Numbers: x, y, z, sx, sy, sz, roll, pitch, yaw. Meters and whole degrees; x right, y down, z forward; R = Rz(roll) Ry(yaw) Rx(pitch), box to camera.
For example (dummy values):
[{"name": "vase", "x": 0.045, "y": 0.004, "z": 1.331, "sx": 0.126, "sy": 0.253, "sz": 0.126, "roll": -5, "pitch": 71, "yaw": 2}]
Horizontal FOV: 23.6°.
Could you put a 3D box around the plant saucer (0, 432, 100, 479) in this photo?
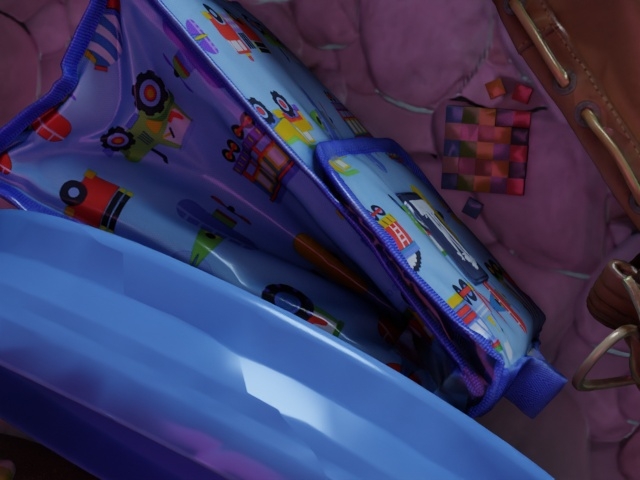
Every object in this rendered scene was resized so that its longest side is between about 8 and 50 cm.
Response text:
[{"name": "plant saucer", "x": -0.226, "y": 0.272, "z": 0.927, "sx": 0.311, "sy": 0.050, "sz": 0.310, "roll": -1, "pitch": 93, "yaw": -14}]

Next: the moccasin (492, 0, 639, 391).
[{"name": "moccasin", "x": 0.195, "y": 0.015, "z": 0.805, "sx": 0.147, "sy": 0.139, "sz": 0.380, "roll": -24, "pitch": 90, "yaw": 17}]

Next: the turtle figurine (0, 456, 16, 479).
[{"name": "turtle figurine", "x": -0.245, "y": 0.168, "z": 0.836, "sx": 0.269, "sy": 0.087, "sz": 0.217, "roll": -17, "pitch": 110, "yaw": 22}]

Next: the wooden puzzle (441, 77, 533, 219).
[{"name": "wooden puzzle", "x": 0.096, "y": -0.053, "z": 0.891, "sx": 0.049, "sy": 0.006, "sz": 0.083, "roll": 5, "pitch": 99, "yaw": 14}]

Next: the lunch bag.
[{"name": "lunch bag", "x": 0.000, "y": 0.000, "z": 0.807, "sx": 0.293, "sy": 0.221, "sz": 0.138, "roll": 38, "pitch": 99, "yaw": 7}]

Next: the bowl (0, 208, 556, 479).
[{"name": "bowl", "x": -0.029, "y": 0.110, "z": 0.766, "sx": 0.391, "sy": 0.391, "sz": 0.077, "roll": 26, "pitch": 74, "yaw": 10}]
